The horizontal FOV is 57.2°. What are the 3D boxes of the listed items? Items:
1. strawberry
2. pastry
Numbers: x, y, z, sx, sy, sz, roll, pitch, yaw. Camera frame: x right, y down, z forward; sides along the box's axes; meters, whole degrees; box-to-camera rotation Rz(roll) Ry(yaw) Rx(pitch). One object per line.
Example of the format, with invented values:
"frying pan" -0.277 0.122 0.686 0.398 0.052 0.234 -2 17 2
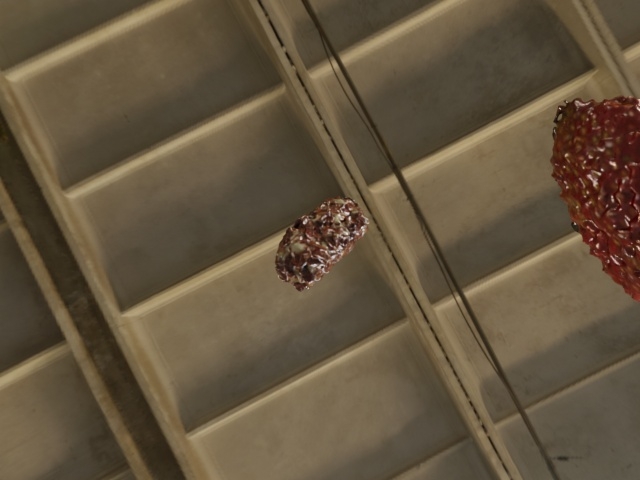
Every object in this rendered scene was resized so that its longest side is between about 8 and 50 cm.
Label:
"strawberry" 0.371 -0.021 0.688 0.306 0.233 0.138 37 -120 17
"pastry" 0.000 0.002 0.950 0.097 0.208 0.115 32 -51 13
